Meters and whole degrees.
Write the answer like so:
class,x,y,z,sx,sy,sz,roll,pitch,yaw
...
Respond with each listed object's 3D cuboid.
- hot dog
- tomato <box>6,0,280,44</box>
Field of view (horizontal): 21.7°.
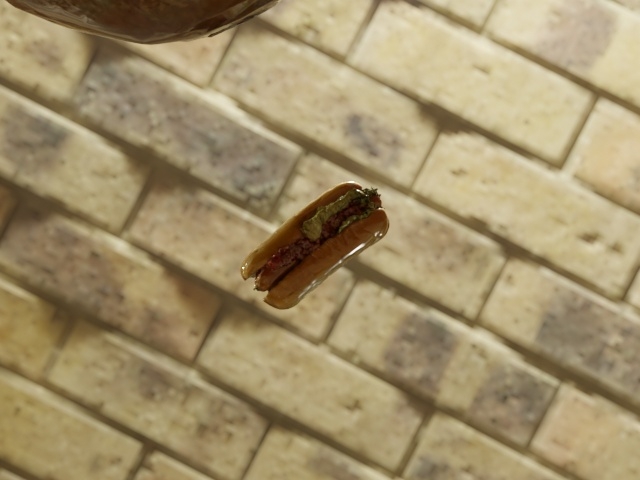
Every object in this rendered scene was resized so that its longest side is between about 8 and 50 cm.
class,x,y,z,sx,sy,sz,roll,pitch,yaw
hot dog,0.000,0.000,0.787,0.037,0.083,0.021,46,-23,7
tomato,-0.061,-0.160,0.679,0.155,0.214,0.181,63,23,-5
